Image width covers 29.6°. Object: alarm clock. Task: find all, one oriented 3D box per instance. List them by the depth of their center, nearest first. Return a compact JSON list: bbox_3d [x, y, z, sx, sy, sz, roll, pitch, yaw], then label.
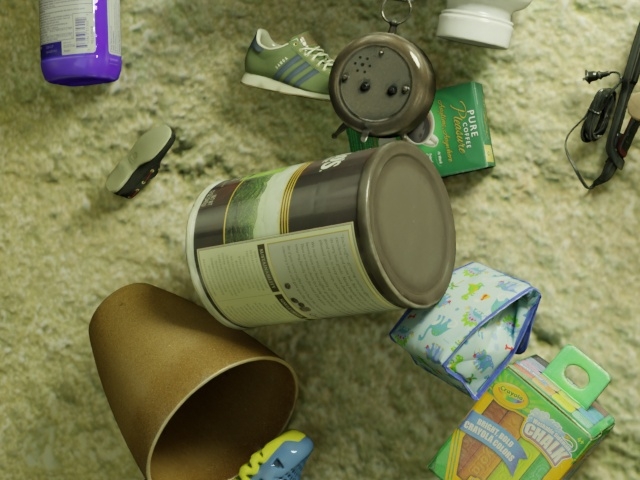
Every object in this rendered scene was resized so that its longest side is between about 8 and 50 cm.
[{"bbox_3d":[0.079,-0.213,1.507,0.129,0.064,0.192,11,92,18],"label":"alarm clock"}]

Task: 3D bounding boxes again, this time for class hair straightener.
[{"bbox_3d":[0.352,-0.172,1.442,0.089,0.047,0.230,26,106,24],"label":"hair straightener"}]

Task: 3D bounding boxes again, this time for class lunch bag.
[{"bbox_3d":[0.182,0.100,1.471,0.151,0.096,0.129,-51,34,-9],"label":"lunch bag"}]

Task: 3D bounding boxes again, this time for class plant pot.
[{"bbox_3d":[-0.197,0.176,1.631,0.254,0.237,0.237,43,109,36],"label":"plant pot"}]

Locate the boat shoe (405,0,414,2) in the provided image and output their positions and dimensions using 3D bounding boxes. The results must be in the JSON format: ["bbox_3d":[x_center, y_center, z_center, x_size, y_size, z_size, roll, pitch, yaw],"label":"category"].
[{"bbox_3d":[-0.010,-0.383,1.577,0.301,0.108,0.102,14,97,23],"label":"boat shoe"}]

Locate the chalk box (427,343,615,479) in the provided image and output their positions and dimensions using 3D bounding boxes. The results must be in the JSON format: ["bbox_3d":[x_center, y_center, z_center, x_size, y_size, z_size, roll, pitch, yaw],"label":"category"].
[{"bbox_3d":[0.255,0.225,1.439,0.132,0.132,0.213,40,107,20],"label":"chalk box"}]

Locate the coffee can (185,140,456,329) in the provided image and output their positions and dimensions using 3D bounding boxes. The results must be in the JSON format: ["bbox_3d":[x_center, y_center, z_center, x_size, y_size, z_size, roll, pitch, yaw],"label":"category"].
[{"bbox_3d":[0.000,0.000,1.502,0.275,0.201,0.201,-10,86,34],"label":"coffee can"}]

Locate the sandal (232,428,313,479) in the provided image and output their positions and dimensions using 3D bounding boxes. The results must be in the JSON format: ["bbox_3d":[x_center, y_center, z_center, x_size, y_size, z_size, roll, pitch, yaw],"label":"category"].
[{"bbox_3d":[-0.071,0.397,1.617,0.138,0.126,0.317,29,111,19],"label":"sandal"}]

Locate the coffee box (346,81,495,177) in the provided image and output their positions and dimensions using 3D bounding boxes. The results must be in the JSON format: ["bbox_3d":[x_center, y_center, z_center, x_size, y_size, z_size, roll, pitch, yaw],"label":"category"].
[{"bbox_3d":[0.126,-0.129,1.549,0.184,0.040,0.113,-12,85,26],"label":"coffee box"}]

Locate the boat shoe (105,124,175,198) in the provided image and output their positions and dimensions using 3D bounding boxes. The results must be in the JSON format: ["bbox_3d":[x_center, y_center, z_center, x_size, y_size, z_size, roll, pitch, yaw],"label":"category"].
[{"bbox_3d":[-0.252,-0.113,1.737,0.133,0.042,0.049,-44,47,19],"label":"boat shoe"}]

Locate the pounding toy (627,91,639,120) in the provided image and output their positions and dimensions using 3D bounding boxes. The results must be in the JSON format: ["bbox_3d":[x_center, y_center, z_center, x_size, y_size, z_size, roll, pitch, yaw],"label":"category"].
[{"bbox_3d":[0.459,-0.146,1.360,0.206,0.094,0.181,9,98,32],"label":"pounding toy"}]

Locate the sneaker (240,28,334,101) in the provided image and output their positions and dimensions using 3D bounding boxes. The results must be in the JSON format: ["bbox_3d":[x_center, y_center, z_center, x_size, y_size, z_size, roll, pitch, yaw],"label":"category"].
[{"bbox_3d":[-0.019,-0.234,1.605,0.192,0.064,0.086,14,101,28],"label":"sneaker"}]

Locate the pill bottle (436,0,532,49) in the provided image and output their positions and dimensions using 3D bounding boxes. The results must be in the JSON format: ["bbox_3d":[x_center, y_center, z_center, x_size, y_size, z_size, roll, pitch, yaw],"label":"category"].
[{"bbox_3d":[0.207,-0.348,1.461,0.124,0.124,0.221,13,97,25],"label":"pill bottle"}]

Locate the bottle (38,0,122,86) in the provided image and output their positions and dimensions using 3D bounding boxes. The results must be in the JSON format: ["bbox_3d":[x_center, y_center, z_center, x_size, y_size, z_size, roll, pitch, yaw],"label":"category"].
[{"bbox_3d":[-0.350,-0.368,1.751,0.118,0.092,0.283,-3,89,26],"label":"bottle"}]

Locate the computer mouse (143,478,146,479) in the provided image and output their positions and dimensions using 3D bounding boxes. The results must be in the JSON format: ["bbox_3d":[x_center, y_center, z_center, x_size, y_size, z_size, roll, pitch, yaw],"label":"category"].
[{"bbox_3d":[-0.250,0.479,1.731,0.184,0.060,0.262,38,107,22],"label":"computer mouse"}]
